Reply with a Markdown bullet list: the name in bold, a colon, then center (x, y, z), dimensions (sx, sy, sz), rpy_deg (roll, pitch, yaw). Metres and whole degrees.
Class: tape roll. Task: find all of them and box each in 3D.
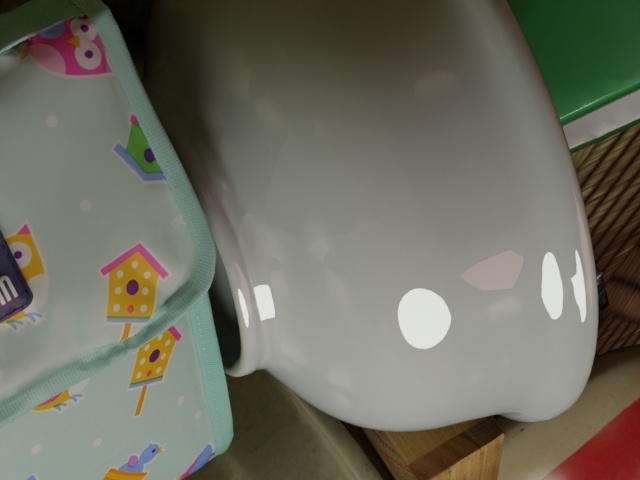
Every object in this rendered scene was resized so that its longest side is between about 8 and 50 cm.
- **tape roll**: center (0.174, -0.113, 1.100), dimensions (0.321, 0.077, 0.321), rpy_deg (-24, 176, -2)

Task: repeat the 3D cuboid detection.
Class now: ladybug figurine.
- **ladybug figurine**: center (0.207, 0.266, 1.757), dimensions (0.305, 0.162, 0.449), rpy_deg (-10, 150, -51)

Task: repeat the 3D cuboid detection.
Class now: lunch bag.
- **lunch bag**: center (-0.165, 0.035, 0.775), dimensions (0.223, 0.160, 0.262), rpy_deg (-31, 145, -24)

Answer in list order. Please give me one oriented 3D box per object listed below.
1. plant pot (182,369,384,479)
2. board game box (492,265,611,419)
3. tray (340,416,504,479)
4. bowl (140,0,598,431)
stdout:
- **plant pot**: center (-0.098, 0.266, 1.122), dimensions (0.305, 0.334, 0.334), rpy_deg (-33, 155, -13)
- **board game box**: center (0.204, 0.101, 1.744), dimensions (0.170, 0.048, 0.141), rpy_deg (-48, 160, -5)
- **tray**: center (0.027, 0.142, 1.229), dimensions (0.076, 0.203, 0.411), rpy_deg (-30, 156, -13)
- **bowl**: center (-0.008, -0.026, 0.846), dimensions (0.134, 0.298, 0.298), rpy_deg (-24, 151, -17)
